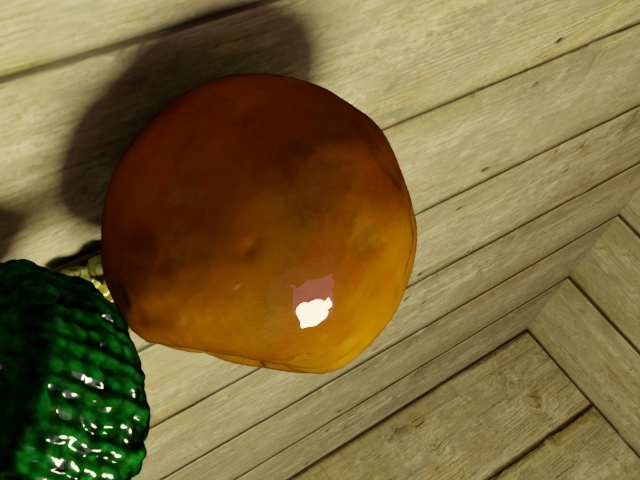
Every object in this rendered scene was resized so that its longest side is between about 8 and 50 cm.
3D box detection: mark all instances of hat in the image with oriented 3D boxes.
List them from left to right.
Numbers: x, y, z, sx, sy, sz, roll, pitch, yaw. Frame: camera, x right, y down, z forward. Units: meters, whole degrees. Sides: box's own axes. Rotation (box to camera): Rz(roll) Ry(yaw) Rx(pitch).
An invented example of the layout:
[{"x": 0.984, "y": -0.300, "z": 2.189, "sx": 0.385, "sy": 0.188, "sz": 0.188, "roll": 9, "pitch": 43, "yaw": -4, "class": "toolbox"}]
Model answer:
[{"x": -0.331, "y": 0.133, "z": 0.878, "sx": 0.242, "sy": 0.274, "sz": 0.332, "roll": -35, "pitch": 143, "yaw": 18, "class": "hat"}]

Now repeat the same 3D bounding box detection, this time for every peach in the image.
[{"x": -0.058, "y": -0.018, "z": 1.050, "sx": 0.343, "sy": 0.343, "sz": 0.301, "roll": 37, "pitch": 59, "yaw": -69, "class": "peach"}]

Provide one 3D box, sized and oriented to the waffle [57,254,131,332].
[{"x": -0.266, "y": 0.072, "z": 1.229, "sx": 0.223, "sy": 0.054, "sz": 0.204, "roll": -22, "pitch": 153, "yaw": -43, "class": "waffle"}]
